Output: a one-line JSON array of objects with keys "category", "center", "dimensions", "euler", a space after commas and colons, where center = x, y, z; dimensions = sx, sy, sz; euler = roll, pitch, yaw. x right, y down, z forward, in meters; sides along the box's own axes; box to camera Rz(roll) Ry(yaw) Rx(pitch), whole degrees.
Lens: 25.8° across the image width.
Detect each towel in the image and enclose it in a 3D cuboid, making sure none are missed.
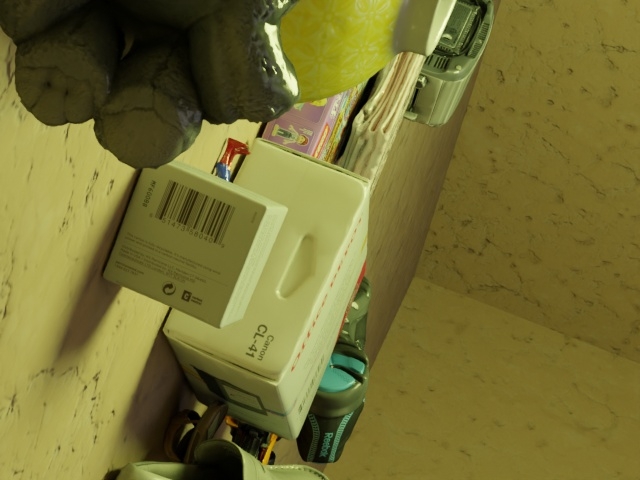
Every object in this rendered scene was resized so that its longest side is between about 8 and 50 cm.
[{"category": "towel", "center": [0.065, -0.131, 1.717], "dimensions": [0.332, 0.053, 0.317], "euler": [110, 3, -50]}]

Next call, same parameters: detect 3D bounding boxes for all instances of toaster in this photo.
[{"category": "toaster", "center": [0.168, -0.275, 2.037], "dimensions": [0.146, 0.129, 0.227], "euler": [107, 6, -54]}]

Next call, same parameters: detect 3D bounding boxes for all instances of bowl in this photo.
[{"category": "bowl", "center": [0.036, -0.231, 1.141], "dimensions": [0.289, 0.156, 0.289], "euler": [21, 90, -82]}]

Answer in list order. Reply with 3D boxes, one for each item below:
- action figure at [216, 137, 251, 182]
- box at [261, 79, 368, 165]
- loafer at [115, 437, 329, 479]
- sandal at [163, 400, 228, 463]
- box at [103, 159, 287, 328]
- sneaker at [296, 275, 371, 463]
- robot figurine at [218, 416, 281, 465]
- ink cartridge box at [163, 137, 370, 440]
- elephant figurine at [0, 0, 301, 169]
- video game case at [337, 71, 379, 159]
[{"category": "action figure", "center": [-0.093, -0.034, 1.258], "dimensions": [0.038, 0.030, 0.115], "euler": [95, 19, -80]}, {"category": "box", "center": [0.024, -0.206, 1.480], "dimensions": [0.201, 0.057, 0.293], "euler": [67, 45, -81]}, {"category": "loafer", "center": [-0.091, 0.257, 1.415], "dimensions": [0.319, 0.112, 0.111], "euler": [0, 106, -55]}, {"category": "sandal", "center": [-0.144, 0.210, 1.507], "dimensions": [0.072, 0.049, 0.180], "euler": [-60, -176, -21]}, {"category": "box", "center": [-0.094, 0.001, 1.064], "dimensions": [0.087, 0.101, 0.102], "euler": [-13, 126, -81]}, {"category": "sneaker", "center": [-0.004, 0.144, 1.790], "dimensions": [0.341, 0.125, 0.139], "euler": [-84, -178, -61]}, {"category": "robot figurine", "center": [-0.103, 0.275, 1.667], "dimensions": [0.291, 0.085, 0.211], "euler": [-67, 172, -72]}, {"category": "ink cartridge box", "center": [-0.046, 0.060, 1.446], "dimensions": [0.306, 0.131, 0.226], "euler": [83, 29, -71]}, {"category": "elephant figurine", "center": [-0.075, -0.153, 0.725], "dimensions": [0.169, 0.186, 0.239], "euler": [60, 19, -21]}, {"category": "video game case", "center": [0.044, -0.195, 1.777], "dimensions": [0.212, 0.023, 0.193], "euler": [-51, 160, -69]}]
